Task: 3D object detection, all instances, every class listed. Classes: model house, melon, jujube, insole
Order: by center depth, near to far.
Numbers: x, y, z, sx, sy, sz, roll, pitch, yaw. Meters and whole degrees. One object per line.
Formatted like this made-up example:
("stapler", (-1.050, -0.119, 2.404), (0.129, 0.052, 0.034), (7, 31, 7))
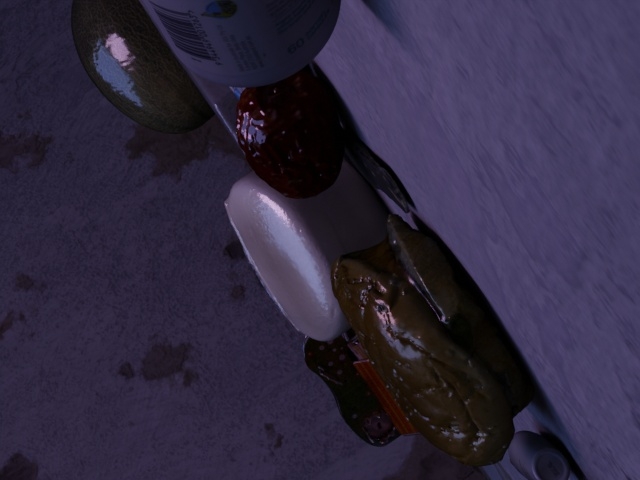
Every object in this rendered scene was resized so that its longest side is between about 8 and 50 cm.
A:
("jujube", (-0.031, -0.115, 1.467), (0.176, 0.112, 0.109), (71, -150, -55))
("insole", (0.056, -0.085, 1.485), (0.081, 0.011, 0.248), (56, 178, -22))
("melon", (-0.271, -0.320, 2.152), (0.302, 0.237, 0.237), (55, 178, -5))
("model house", (0.124, 0.248, 2.278), (0.294, 0.207, 0.154), (57, 174, -27))

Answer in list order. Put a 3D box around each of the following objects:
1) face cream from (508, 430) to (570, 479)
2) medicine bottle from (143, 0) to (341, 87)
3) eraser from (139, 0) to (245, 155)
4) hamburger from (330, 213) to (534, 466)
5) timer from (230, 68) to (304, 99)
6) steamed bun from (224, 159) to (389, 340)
("face cream", (0.259, 0.261, 1.557), (0.072, 0.051, 0.182), (52, 178, 3))
("medicine bottle", (-0.069, -0.207, 0.877), (0.135, 0.135, 0.215), (55, 177, 27))
("eraser", (-0.133, -0.257, 1.746), (0.352, 0.111, 0.077), (54, 175, 41))
("hamburger", (0.119, 0.116, 1.457), (0.285, 0.134, 0.265), (55, 180, -24))
("timer", (-0.112, -0.265, 1.524), (0.237, 0.087, 0.262), (54, 176, 33))
("steamed bun", (0.000, 0.000, 1.687), (0.164, 0.146, 0.242), (-13, 109, 57))
